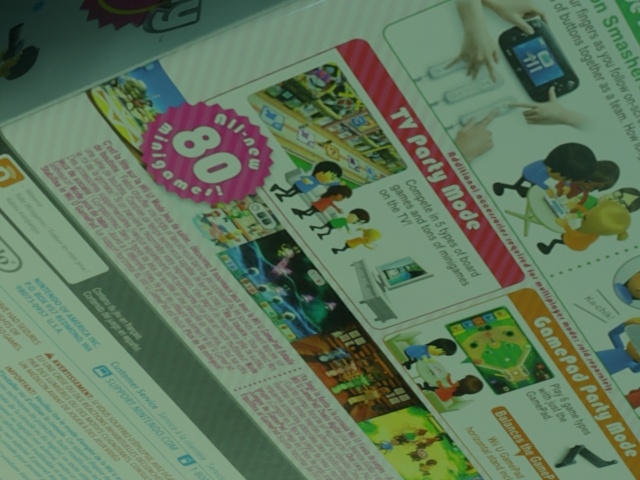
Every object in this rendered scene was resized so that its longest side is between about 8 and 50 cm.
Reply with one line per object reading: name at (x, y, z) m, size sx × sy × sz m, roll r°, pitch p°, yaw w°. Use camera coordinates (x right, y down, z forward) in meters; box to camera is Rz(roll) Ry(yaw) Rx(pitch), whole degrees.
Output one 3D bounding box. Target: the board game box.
board game box at (0.000, 0.000, 0.506) m, size 0.303 × 0.097 × 0.224 m, roll -19°, pitch 130°, yaw 23°
